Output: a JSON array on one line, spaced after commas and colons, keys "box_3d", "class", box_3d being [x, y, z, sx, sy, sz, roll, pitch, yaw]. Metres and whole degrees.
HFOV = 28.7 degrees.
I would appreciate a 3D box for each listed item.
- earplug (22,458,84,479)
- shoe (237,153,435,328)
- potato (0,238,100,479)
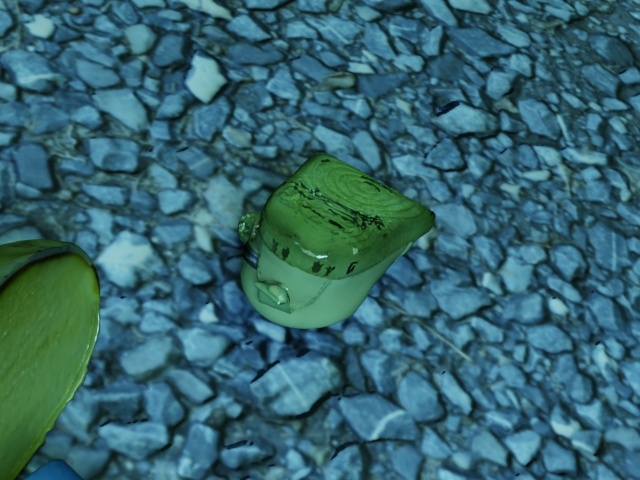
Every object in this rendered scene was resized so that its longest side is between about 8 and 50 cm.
[{"box_3d": [-0.117, 0.283, 0.842, 0.273, 0.132, 0.132, 38, 48, 8], "class": "earplug"}, {"box_3d": [0.003, -0.007, 1.134, 0.140, 0.128, 0.262, 41, 20, 5], "class": "shoe"}, {"box_3d": [-0.274, 0.098, 0.936, 0.111, 0.160, 0.272, 10, 44, 21], "class": "potato"}]
